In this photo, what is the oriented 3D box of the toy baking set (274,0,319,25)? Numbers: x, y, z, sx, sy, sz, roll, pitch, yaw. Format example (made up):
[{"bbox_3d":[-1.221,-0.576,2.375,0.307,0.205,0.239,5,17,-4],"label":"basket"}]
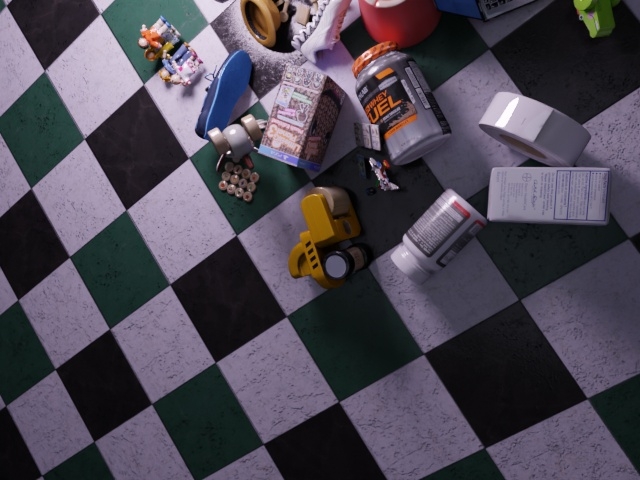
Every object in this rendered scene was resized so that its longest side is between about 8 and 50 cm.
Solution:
[{"bbox_3d":[-0.104,-0.847,1.643,0.197,0.030,0.256,3,125,21],"label":"toy baking set"}]

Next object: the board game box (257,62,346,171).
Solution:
[{"bbox_3d":[-0.054,-0.389,1.609,0.141,0.232,0.290,22,100,15],"label":"board game box"}]

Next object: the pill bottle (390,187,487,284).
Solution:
[{"bbox_3d":[0.361,-0.009,1.533,0.161,0.161,0.283,44,105,11],"label":"pill bottle"}]

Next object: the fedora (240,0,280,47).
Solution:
[{"bbox_3d":[-0.193,-0.765,1.688,0.194,0.194,0.079,44,68,11],"label":"fedora"}]

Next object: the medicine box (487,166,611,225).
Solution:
[{"bbox_3d":[0.625,-0.123,1.388,0.290,0.263,0.149,4,95,18],"label":"medicine box"}]

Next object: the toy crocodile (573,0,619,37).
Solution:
[{"bbox_3d":[0.753,-0.741,1.400,0.115,0.105,0.340,-19,93,-17],"label":"toy crocodile"}]

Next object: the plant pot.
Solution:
[{"bbox_3d":[0.229,-0.756,1.492,0.275,0.243,0.274,1,93,17],"label":"plant pot"}]

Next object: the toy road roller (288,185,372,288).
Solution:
[{"bbox_3d":[0.000,0.000,1.636,0.241,0.203,0.329,-18,89,29],"label":"toy road roller"}]

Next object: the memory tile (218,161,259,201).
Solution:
[{"bbox_3d":[-0.300,-0.217,1.813,0.148,0.012,0.113,25,100,16],"label":"memory tile"}]

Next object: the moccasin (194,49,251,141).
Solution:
[{"bbox_3d":[-0.361,-0.519,1.732,0.117,0.138,0.341,17,78,40],"label":"moccasin"}]

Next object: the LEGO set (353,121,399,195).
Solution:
[{"bbox_3d":[0.175,-0.257,1.585,0.060,0.182,0.244,-15,110,-16],"label":"LEGO set"}]

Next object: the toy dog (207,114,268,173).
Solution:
[{"bbox_3d":[-0.267,-0.300,1.649,0.220,0.333,0.160,-24,96,9],"label":"toy dog"}]

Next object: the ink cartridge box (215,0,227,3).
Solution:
[{"bbox_3d":[-0.289,-0.939,1.641,0.189,0.066,0.232,-9,95,28],"label":"ink cartridge box"}]

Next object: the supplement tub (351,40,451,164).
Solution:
[{"bbox_3d":[0.242,-0.422,1.525,0.207,0.207,0.337,-28,84,17],"label":"supplement tub"}]

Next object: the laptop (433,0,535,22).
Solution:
[{"bbox_3d":[0.468,-0.860,1.396,0.408,0.236,0.381,-18,88,13],"label":"laptop"}]

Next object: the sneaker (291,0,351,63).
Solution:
[{"bbox_3d":[0.031,-0.701,1.605,0.118,0.110,0.292,53,135,0],"label":"sneaker"}]

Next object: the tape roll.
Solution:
[{"bbox_3d":[0.592,-0.304,1.377,0.286,0.286,0.100,32,102,14],"label":"tape roll"}]

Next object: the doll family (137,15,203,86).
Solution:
[{"bbox_3d":[-0.558,-0.683,1.833,0.163,0.118,0.263,-40,99,10],"label":"doll family"}]
